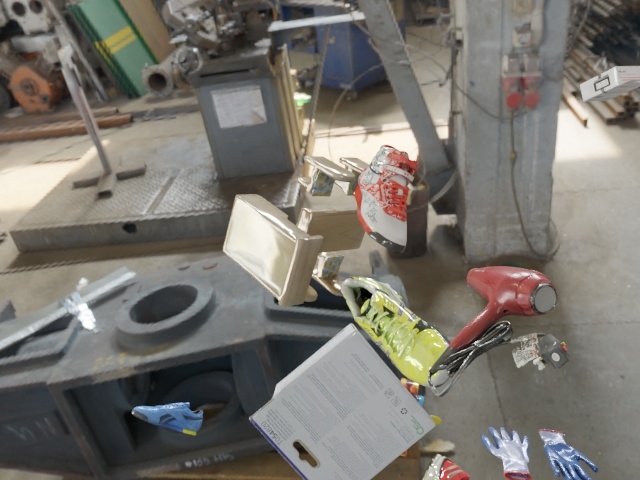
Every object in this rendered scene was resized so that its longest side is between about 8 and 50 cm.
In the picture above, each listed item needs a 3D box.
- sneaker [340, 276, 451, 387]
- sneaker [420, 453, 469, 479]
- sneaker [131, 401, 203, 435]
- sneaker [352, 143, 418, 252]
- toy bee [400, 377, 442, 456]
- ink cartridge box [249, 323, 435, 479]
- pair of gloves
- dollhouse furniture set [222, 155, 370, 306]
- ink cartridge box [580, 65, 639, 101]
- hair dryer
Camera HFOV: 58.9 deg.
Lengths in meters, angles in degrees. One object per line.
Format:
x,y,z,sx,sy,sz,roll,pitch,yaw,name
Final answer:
0.168,0.216,1.365,0.147,0.145,0.385,24,11,-37,sneaker
0.258,0.572,1.210,0.118,0.107,0.279,25,31,17,sneaker
-0.412,0.469,1.541,0.069,0.209,0.082,-1,65,49,sneaker
0.145,-0.100,1.161,0.090,0.145,0.270,24,26,-22,sneaker
0.231,0.453,1.598,0.195,0.162,0.298,-11,72,7,toy bee
0.036,0.290,0.931,0.224,0.223,0.045,-39,10,-2,ink cartridge box
0.409,0.403,1.064,0.198,0.023,0.159,6,16,3,pair of gloves
0.000,0.000,1.430,0.394,0.362,0.256,-5,31,-43,dollhouse furniture set
0.421,-0.226,0.806,0.048,0.028,0.083,-8,-4,-20,ink cartridge box
0.278,0.120,0.941,0.224,0.080,0.293,-19,20,24,hair dryer
